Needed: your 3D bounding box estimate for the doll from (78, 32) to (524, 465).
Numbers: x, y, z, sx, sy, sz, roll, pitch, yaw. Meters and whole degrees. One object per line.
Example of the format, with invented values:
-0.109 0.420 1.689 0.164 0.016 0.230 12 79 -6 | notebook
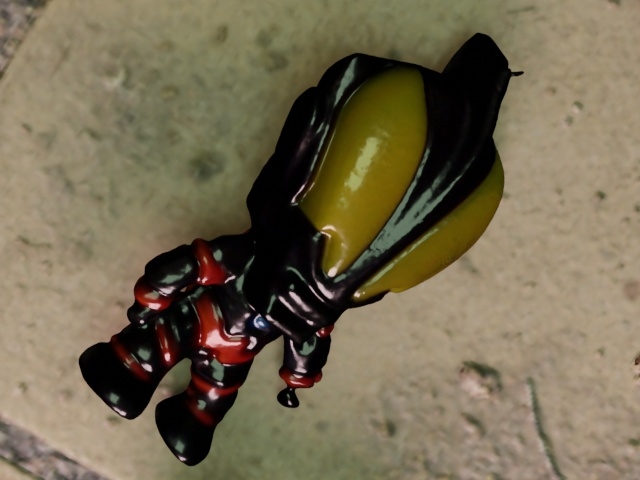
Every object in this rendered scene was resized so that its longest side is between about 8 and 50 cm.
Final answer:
0.002 0.003 0.853 0.248 0.127 0.088 -42 70 3 | doll
